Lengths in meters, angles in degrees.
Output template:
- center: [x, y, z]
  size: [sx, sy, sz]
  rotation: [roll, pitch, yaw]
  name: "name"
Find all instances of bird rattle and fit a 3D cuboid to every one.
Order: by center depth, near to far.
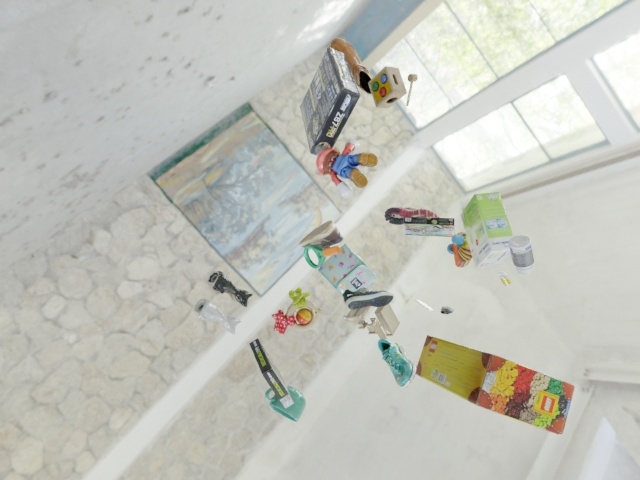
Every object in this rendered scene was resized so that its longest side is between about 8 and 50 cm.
- center: [-0.112, 0.370, 2.185]
  size: [0.254, 0.206, 0.143]
  rotation: [-60, -166, -5]
  name: "bird rattle"

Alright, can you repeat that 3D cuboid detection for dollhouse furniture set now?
- center: [0.268, 0.487, 2.628]
  size: [0.355, 0.174, 0.303]
  rotation: [-15, -159, 42]
  name: "dollhouse furniture set"

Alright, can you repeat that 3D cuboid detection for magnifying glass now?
- center: [0.003, 0.050, 1.574]
  size: [0.026, 0.092, 0.231]
  rotation: [-27, -176, -32]
  name: "magnifying glass"

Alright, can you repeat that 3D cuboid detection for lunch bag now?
- center: [0.153, 0.186, 2.419]
  size: [0.223, 0.262, 0.160]
  rotation: [-43, 163, 1]
  name: "lunch bag"

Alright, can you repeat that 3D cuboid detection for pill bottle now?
- center: [0.747, 0.054, 1.621]
  size: [0.078, 0.137, 0.078]
  rotation: [-20, -150, 12]
  name: "pill bottle"
- center: [1.030, 0.212, 2.455]
  size: [0.043, 0.083, 0.043]
  rotation: [-34, -176, 3]
  name: "pill bottle"

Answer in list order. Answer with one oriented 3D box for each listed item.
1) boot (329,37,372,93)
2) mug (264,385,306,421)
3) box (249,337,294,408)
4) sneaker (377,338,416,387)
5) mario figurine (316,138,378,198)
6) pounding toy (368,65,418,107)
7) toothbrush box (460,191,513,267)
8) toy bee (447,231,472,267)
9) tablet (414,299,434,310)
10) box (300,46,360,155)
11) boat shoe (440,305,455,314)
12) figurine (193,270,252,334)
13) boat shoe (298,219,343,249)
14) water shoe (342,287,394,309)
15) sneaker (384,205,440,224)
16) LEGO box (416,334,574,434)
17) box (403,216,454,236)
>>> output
- center: [0.156, -0.831, 2.106]
  size: [0.109, 0.283, 0.220]
  rotation: [-32, -147, 15]
  name: "boot"
- center: [-0.125, 0.615, 1.685]
  size: [0.129, 0.158, 0.097]
  rotation: [13, -124, 32]
  name: "mug"
- center: [-0.172, 0.465, 1.540]
  size: [0.045, 0.191, 0.184]
  rotation: [-29, -151, -8]
  name: "box"
- center: [0.290, 0.479, 1.722]
  size: [0.107, 0.110, 0.275]
  rotation: [-55, -164, 7]
  name: "sneaker"
- center: [0.114, -0.284, 1.711]
  size: [0.198, 0.170, 0.320]
  rotation: [-32, -153, -15]
  name: "mario figurine"
- center: [0.320, -0.662, 1.903]
  size: [0.094, 0.181, 0.206]
  rotation: [-9, 168, -36]
  name: "pounding toy"
- center: [0.752, -0.046, 1.980]
  size: [0.122, 0.283, 0.206]
  rotation: [-7, 157, -4]
  name: "toothbrush box"
- center: [0.775, 0.008, 2.376]
  size: [0.162, 0.298, 0.195]
  rotation: [-1, 159, -9]
  name: "toy bee"
- center: [0.453, 0.282, 1.905]
  size: [0.083, 0.054, 0.006]
  rotation: [35, -77, 39]
  name: "tablet"
- center: [0.028, -0.599, 1.895]
  size: [0.318, 0.097, 0.395]
  rotation: [-57, -149, 36]
  name: "box"
- center: [0.707, 0.393, 2.441]
  size: [0.040, 0.049, 0.142]
  rotation: [-63, 180, -7]
  name: "boat shoe"
- center: [-0.404, 0.271, 1.868]
  size: [0.092, 0.209, 0.215]
  rotation: [-10, -129, 46]
  name: "figurine"
- center: [0.000, 0.000, 1.698]
  size: [0.103, 0.092, 0.285]
  rotation: [-46, -172, -26]
  name: "boat shoe"
- center: [0.180, 0.202, 1.635]
  size: [0.080, 0.203, 0.073]
  rotation: [61, -37, 42]
  name: "water shoe"
- center: [0.498, -0.129, 2.334]
  size: [0.112, 0.299, 0.121]
  rotation: [-28, 130, -63]
  name: "sneaker"
- center: [0.680, 0.568, 1.796]
  size: [0.500, 0.372, 0.193]
  rotation: [164, -53, -76]
  name: "LEGO box"
- center: [0.463, -0.058, 1.861]
  size: [0.206, 0.114, 0.036]
  rotation: [3, -114, 19]
  name: "box"
